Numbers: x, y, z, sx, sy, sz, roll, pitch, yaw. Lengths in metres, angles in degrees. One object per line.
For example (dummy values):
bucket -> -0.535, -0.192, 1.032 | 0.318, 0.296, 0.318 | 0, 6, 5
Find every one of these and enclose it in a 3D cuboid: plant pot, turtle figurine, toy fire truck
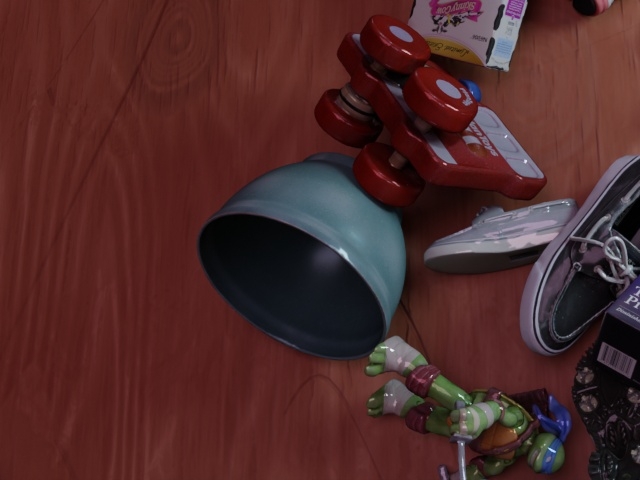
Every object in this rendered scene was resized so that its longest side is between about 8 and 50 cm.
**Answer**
plant pot -> 0.000, 0.000, 1.409 | 0.293, 0.293, 0.196 | 13, 53, 26
turtle figurine -> 0.155, 0.262, 1.281 | 0.266, 0.198, 0.274 | 30, 83, 34
toy fire truck -> 0.156, -0.175, 1.401 | 0.169, 0.254, 0.302 | -57, 46, 31

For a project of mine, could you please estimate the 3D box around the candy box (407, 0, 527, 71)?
candy box -> 0.228, -0.382, 1.476 | 0.159, 0.071, 0.233 | 23, 106, 38

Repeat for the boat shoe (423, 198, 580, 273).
boat shoe -> 0.255, -0.009, 1.401 | 0.228, 0.079, 0.081 | -11, 62, 13

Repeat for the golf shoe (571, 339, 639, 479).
golf shoe -> 0.381, 0.241, 1.249 | 0.105, 0.120, 0.273 | -13, 45, 26

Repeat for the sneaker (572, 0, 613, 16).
sneaker -> 0.388, -0.482, 1.493 | 0.136, 0.116, 0.314 | -25, 71, 3

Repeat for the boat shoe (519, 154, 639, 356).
boat shoe -> 0.375, 0.022, 1.296 | 0.306, 0.113, 0.105 | -51, 21, -10

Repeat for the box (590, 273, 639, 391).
box -> 0.489, 0.129, 1.189 | 0.261, 0.103, 0.184 | 31, 49, 28
